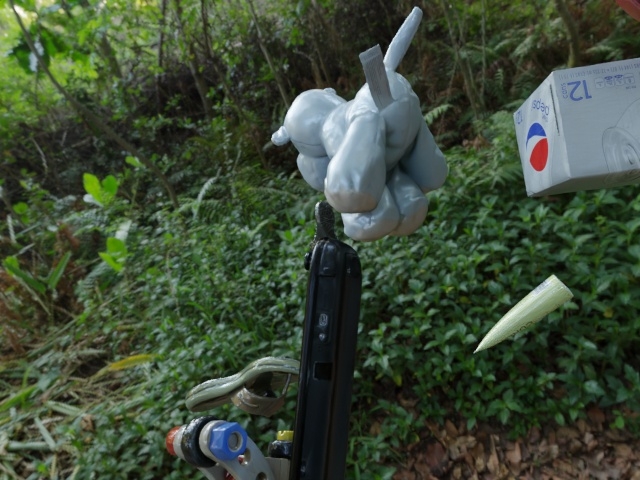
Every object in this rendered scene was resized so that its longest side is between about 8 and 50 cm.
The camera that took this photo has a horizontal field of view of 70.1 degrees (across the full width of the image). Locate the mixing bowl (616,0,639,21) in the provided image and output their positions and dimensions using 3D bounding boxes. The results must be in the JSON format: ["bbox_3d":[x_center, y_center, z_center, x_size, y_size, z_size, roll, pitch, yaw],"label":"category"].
[{"bbox_3d":[0.290,-0.232,0.338,0.181,0.182,0.098,-15,4,15],"label":"mixing bowl"}]

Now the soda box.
[{"bbox_3d":[0.330,-0.105,0.390,0.286,0.091,0.098,-7,-5,4],"label":"soda box"}]

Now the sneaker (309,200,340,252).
[{"bbox_3d":[0.002,-0.001,1.071,0.051,0.170,0.089,-17,-1,-41],"label":"sneaker"}]

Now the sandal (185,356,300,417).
[{"bbox_3d":[-0.116,0.281,0.824,0.302,0.120,0.086,-27,54,26],"label":"sandal"}]

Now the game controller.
[{"bbox_3d":[0.005,0.157,0.525,0.067,0.320,0.166,6,-2,3],"label":"game controller"}]

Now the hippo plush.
[{"bbox_3d":[0.027,-0.139,0.689,0.236,0.294,0.234,15,53,41],"label":"hippo plush"}]

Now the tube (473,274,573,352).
[{"bbox_3d":[0.445,0.175,1.022,0.240,0.070,0.062,-44,28,18],"label":"tube"}]

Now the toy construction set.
[{"bbox_3d":[-0.108,0.378,0.583,0.308,0.237,0.258,-38,53,20],"label":"toy construction set"}]
